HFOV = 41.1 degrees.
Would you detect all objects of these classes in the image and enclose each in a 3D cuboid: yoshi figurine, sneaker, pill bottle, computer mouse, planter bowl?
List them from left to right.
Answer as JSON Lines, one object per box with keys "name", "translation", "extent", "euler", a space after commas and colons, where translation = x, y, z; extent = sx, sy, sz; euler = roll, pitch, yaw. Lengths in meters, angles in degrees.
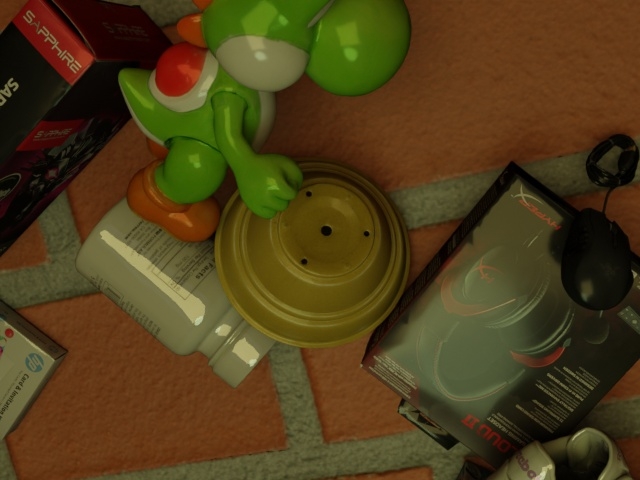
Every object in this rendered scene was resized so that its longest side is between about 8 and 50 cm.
{"name": "pill bottle", "translation": [-0.150, 0.055, 0.968], "extent": [0.229, 0.131, 0.131], "euler": [40, 106, 1]}
{"name": "yoshi figurine", "translation": [-0.043, -0.140, 0.823], "extent": [0.203, 0.203, 0.362], "euler": [54, 138, 8]}
{"name": "planter bowl", "translation": [0.000, 0.000, 0.895], "extent": [0.217, 0.090, 0.217], "euler": [2, 75, -9]}
{"name": "sneaker", "translation": [0.291, 0.270, 0.866], "extent": [0.305, 0.114, 0.152], "euler": [14, 117, -33]}
{"name": "computer mouse", "translation": [0.281, -0.029, 0.821], "extent": [0.071, 0.242, 0.041], "euler": [29, 141, -5]}

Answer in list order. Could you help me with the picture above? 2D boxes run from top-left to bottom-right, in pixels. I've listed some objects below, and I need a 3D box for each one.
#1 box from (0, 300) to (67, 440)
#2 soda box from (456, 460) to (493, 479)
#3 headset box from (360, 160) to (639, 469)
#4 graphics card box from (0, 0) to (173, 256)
{"name": "box", "translation": [-0.438, 0.144, 1.094], "extent": [0.186, 0.038, 0.145], "euler": [37, 106, 1]}
{"name": "soda box", "translation": [0.238, 0.326, 0.980], "extent": [0.183, 0.063, 0.058], "euler": [25, 105, 5]}
{"name": "headset box", "translation": [0.200, 0.099, 0.917], "extent": [0.218, 0.110, 0.293], "euler": [38, 106, 1]}
{"name": "graphics card box", "translation": [-0.332, -0.099, 0.922], "extent": [0.371, 0.233, 0.094], "euler": [-41, 91, 15]}
